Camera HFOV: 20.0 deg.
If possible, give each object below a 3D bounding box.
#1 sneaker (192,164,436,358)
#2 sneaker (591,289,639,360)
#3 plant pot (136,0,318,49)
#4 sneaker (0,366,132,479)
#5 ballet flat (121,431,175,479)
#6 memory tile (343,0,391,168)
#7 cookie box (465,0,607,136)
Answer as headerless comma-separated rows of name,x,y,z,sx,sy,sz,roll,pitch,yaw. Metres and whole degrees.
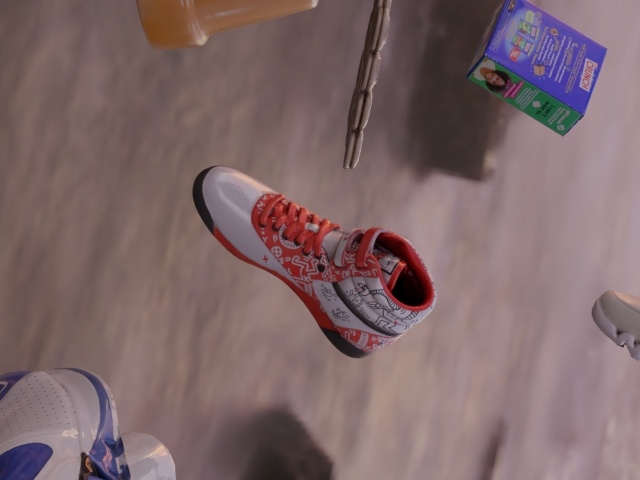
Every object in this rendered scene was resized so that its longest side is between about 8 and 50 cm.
sneaker,0.001,0.000,1.880,0.145,0.270,0.090,-33,-165,50
sneaker,0.406,0.087,1.729,0.110,0.292,0.118,-35,141,-75
plant pot,-0.100,-0.323,2.051,0.205,0.188,0.205,-2,90,-82
sneaker,-0.206,0.163,1.068,0.315,0.182,0.127,-136,-126,-63
ballet flat,-0.290,0.296,1.541,0.400,0.139,0.139,-42,154,-12
memory tile,0.040,-0.143,1.520,0.113,0.012,0.148,-84,-174,-60
cookie box,0.197,-0.161,1.650,0.040,0.107,0.092,-51,-169,52
